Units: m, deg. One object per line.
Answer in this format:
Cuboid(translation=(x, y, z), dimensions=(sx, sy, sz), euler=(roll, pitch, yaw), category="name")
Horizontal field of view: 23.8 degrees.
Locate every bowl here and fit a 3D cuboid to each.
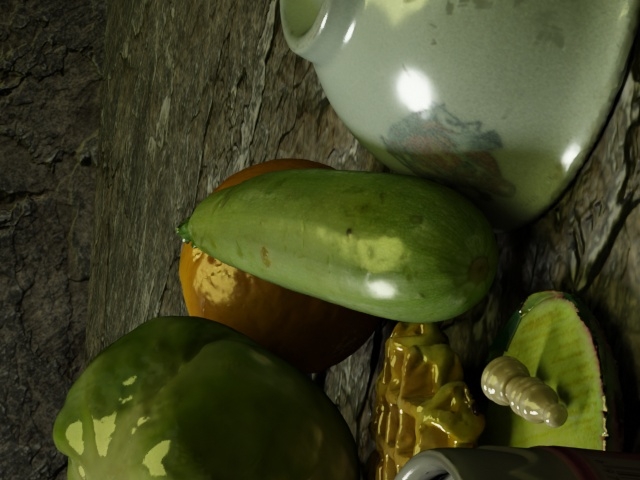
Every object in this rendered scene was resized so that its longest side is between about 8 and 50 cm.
Cuboid(translation=(0.083, -0.228, 1.247), dimensions=(0.435, 0.196, 0.435), euler=(-173, 90, -74), category="bowl")

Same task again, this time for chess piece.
Cuboid(translation=(0.147, 0.111, 1.071), dimensions=(0.092, 0.035, 0.035), euler=(-145, 63, -68), category="chess piece")

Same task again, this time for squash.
Cuboid(translation=(0.002, -0.007, 1.286), dimensions=(0.370, 0.118, 0.118), euler=(11, 95, 49), category="squash")

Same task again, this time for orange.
Cuboid(translation=(-0.034, 0.026, 1.498), dimensions=(0.219, 0.193, 0.219), euler=(-2, 85, 28), category="orange")

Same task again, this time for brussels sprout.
Cuboid(translation=(-0.099, 0.223, 1.358), dimensions=(0.242, 0.273, 0.317), euler=(3, -99, -66), category="brussels sprout")

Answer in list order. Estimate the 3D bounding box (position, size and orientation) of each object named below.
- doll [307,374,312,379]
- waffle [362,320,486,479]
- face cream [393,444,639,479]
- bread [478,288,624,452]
Cuboid(translation=(-0.028, 0.135, 1.690), dimensions=(0.110, 0.067, 0.206), euler=(165, 100, -81), category="doll")
Cuboid(translation=(0.081, 0.225, 1.232), dimensions=(0.329, 0.062, 0.329), euler=(-178, 90, -82), category="waffle")
Cuboid(translation=(0.144, 0.207, 0.873), dimensions=(0.175, 0.195, 0.175), euler=(-172, 90, -72), category="face cream")
Cuboid(translation=(0.164, 0.148, 1.110), dimensions=(0.228, 0.033, 0.228), euler=(-171, 90, -73), category="bread")
